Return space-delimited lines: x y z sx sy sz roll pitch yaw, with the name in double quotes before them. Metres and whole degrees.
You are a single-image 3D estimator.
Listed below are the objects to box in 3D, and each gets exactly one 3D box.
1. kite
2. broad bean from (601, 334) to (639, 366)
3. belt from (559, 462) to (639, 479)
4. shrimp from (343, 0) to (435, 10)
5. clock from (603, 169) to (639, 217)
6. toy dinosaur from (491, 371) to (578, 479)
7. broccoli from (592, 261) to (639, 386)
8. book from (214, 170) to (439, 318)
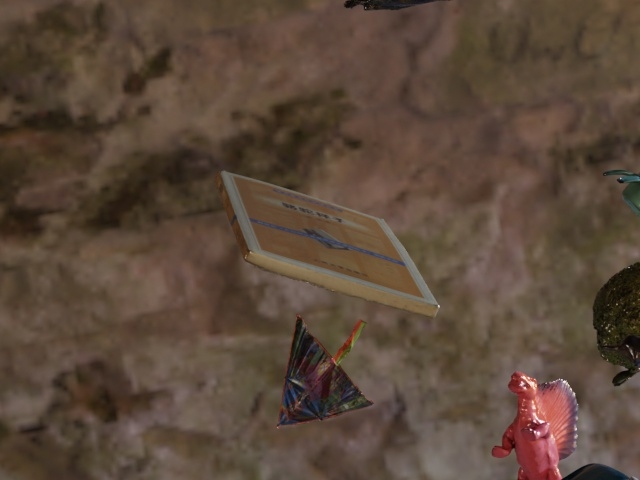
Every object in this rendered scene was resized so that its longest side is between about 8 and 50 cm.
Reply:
"kite" 0.002 0.155 1.815 0.159 0.190 0.010 -46 42 -11
"broad bean" 0.358 0.096 1.043 0.339 0.077 0.061 9 -41 1
"belt" 0.290 0.420 1.617 0.173 0.300 0.436 -29 -36 -12
"shrimp" 0.093 -0.277 1.595 0.161 0.091 0.034 -14 22 26
"clock" 0.384 -0.039 1.794 0.041 0.135 0.101 -46 16 4
"toy dinosaur" 0.282 0.263 1.917 0.070 0.286 0.139 3 36 36
"broccoli" 0.348 0.081 1.663 0.120 0.130 0.131 23 35 -9
"book" 0.000 -0.001 1.363 0.170 0.018 0.241 17 14 -15
